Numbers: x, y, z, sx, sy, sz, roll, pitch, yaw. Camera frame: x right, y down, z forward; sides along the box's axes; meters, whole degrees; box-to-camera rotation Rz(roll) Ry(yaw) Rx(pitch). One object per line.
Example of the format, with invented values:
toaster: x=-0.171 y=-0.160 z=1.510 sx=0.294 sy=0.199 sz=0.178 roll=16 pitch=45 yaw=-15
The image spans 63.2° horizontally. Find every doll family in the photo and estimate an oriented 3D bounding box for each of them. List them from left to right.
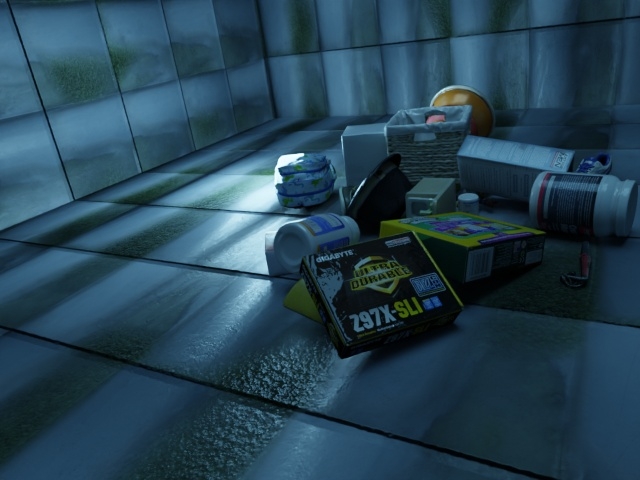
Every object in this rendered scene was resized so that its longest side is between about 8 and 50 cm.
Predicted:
doll family: x=0.557 y=-0.147 z=1.918 sx=0.192 sy=0.076 sz=0.111 roll=-12 pitch=4 yaw=3

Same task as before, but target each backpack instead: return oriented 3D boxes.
backpack: x=-0.075 y=-0.257 z=2.219 sx=0.290 sy=0.273 sz=0.356 roll=1 pitch=36 yaw=4

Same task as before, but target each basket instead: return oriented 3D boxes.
basket: x=0.464 y=-0.402 z=2.187 sx=0.328 sy=0.267 sz=0.331 roll=1 pitch=24 yaw=21

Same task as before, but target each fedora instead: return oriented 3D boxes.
fedora: x=0.236 y=-0.148 z=1.878 sx=0.152 sy=0.334 sz=0.334 roll=37 pitch=40 yaw=14

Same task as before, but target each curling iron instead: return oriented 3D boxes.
curling iron: x=0.721 y=0.055 z=1.445 sx=0.068 sy=0.035 sz=0.274 roll=8 pitch=28 yaw=32

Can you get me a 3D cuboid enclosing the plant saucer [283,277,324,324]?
plant saucer: x=0.111 y=0.122 z=1.441 sx=0.332 sy=0.081 sz=0.332 roll=-27 pitch=29 yaw=-36

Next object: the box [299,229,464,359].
box: x=0.144 y=0.120 z=1.264 sx=0.321 sy=0.079 sz=0.257 roll=-12 pitch=56 yaw=-21

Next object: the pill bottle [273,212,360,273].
pill bottle: x=0.000 y=0.000 z=1.556 sx=0.152 sy=0.152 sz=0.272 roll=9 pitch=15 yaw=35

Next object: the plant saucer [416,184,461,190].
plant saucer: x=0.491 y=-0.238 z=2.192 sx=0.188 sy=0.045 sz=0.188 roll=-10 pitch=24 yaw=-3

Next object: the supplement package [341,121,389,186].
supplement package: x=0.215 y=-0.367 z=2.307 sx=0.199 sy=0.263 sz=0.198 roll=-2 pitch=24 yaw=12

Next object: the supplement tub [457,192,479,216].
supplement tub: x=0.511 y=-0.103 z=1.794 sx=0.071 sy=0.107 sz=0.071 roll=-7 pitch=24 yaw=3

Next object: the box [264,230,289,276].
box: x=-0.112 y=0.034 z=1.704 sx=0.130 sy=0.091 sz=0.170 roll=-9 pitch=23 yaw=-2

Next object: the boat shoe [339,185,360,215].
boat shoe: x=0.125 y=-0.164 z=2.040 sx=0.091 sy=0.109 sz=0.305 roll=-4 pitch=13 yaw=7

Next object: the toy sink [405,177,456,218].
toy sink: x=0.375 y=-0.109 z=1.799 sx=0.131 sy=0.153 sz=0.234 roll=5 pitch=28 yaw=29

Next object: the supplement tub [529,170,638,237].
supplement tub: x=0.808 y=-0.113 z=1.609 sx=0.272 sy=0.191 sz=0.191 roll=11 pitch=30 yaw=39

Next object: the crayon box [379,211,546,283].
crayon box: x=0.402 y=0.007 z=1.494 sx=0.362 sy=0.106 sz=0.313 roll=-8 pitch=17 yaw=-36

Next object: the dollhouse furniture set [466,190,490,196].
dollhouse furniture set: x=0.686 y=-0.246 z=2.039 sx=0.183 sy=0.129 sz=0.129 roll=-16 pitch=24 yaw=-20

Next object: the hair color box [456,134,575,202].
hair color box: x=0.692 y=-0.248 z=1.860 sx=0.374 sy=0.185 sz=0.114 roll=18 pitch=62 yaw=31

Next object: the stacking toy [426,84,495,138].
stacking toy: x=0.610 y=-0.507 z=2.533 sx=0.350 sy=0.351 sz=0.480 roll=10 pitch=44 yaw=37

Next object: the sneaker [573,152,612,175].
sneaker: x=0.975 y=-0.243 z=1.936 sx=0.296 sy=0.131 sz=0.112 roll=-24 pitch=29 yaw=-29
